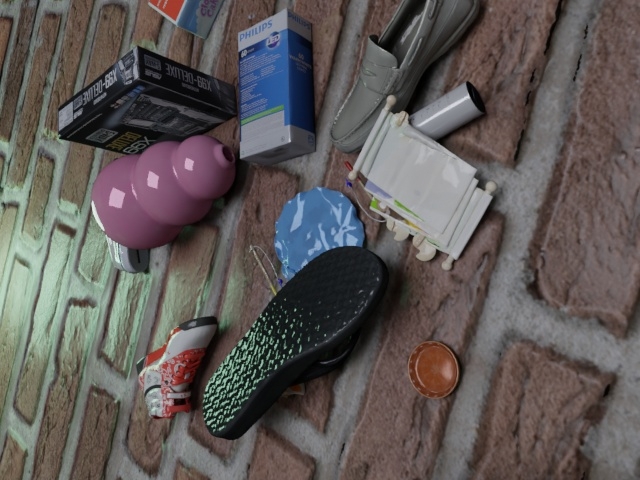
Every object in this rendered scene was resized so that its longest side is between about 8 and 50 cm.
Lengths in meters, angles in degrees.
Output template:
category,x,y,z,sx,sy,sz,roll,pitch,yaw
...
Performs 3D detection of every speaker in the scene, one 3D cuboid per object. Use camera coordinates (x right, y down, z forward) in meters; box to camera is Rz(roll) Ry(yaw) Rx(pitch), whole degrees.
category,x,y,z,sx,sy,sz,roll,pitch,yaw
speaker,0.177,-0.183,0.872,0.136,0.055,0.055,-28,66,34

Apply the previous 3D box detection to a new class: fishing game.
category,x,y,z,sx,sy,sz,roll,pitch,yaw
fishing game,0.000,0.000,1.008,0.264,0.041,0.189,-43,66,21

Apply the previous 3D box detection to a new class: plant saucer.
category,x,y,z,sx,sy,sz,roll,pitch,yaw
plant saucer,0.168,0.191,0.853,0.083,0.013,0.083,-6,81,39

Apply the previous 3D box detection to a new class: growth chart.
category,x,y,z,sx,sy,sz,roll,pitch,yaw
growth chart,0.143,-0.081,0.866,0.237,0.021,0.172,44,120,21

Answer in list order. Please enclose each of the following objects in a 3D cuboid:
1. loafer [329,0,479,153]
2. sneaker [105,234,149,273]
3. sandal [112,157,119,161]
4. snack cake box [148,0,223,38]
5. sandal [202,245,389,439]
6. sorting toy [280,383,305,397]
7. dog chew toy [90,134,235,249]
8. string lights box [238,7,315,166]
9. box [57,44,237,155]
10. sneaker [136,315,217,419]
category,x,y,z,sx,sy,sz,roll,pitch,yaw
loafer,0.107,-0.278,0.901,0.319,0.111,0.112,-53,42,20
sneaker,-0.468,-0.050,1.354,0.091,0.094,0.258,-1,92,31
sandal,-0.475,-0.120,1.430,0.067,0.040,0.179,-31,80,36
snack cake box,-0.269,-0.611,1.289,0.152,0.089,0.264,42,111,34
sandal,-0.037,0.172,0.962,0.446,0.107,0.167,-46,40,26
sorting toy,-0.071,0.244,1.037,0.083,0.045,0.075,-25,49,35
dog chew toy,-0.314,-0.111,1.191,0.332,0.206,0.206,-23,69,28
string lights box,-0.085,-0.286,1.095,0.133,0.077,0.260,-9,78,39
box,-0.370,-0.274,1.226,0.307,0.242,0.076,-18,72,36
sneaker,-0.277,0.268,1.170,0.270,0.090,0.145,-38,62,34
